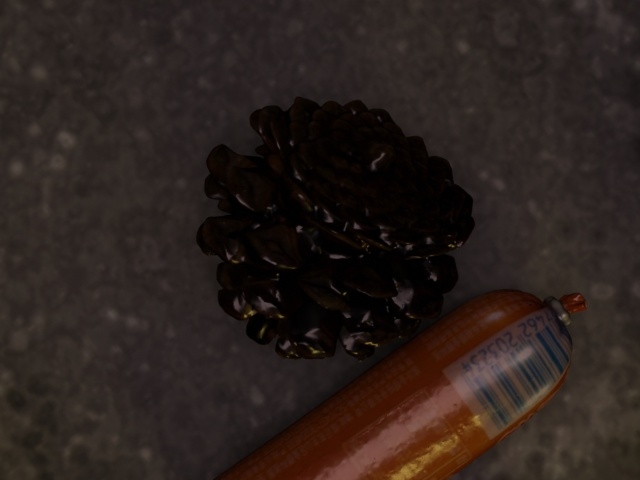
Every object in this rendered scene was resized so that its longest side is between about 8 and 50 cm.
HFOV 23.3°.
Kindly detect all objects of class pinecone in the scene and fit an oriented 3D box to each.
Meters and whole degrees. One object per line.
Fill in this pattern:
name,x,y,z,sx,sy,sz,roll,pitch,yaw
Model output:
pinecone,0.002,0.000,0.765,0.140,0.140,0.121,30,132,2

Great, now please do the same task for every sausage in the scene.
sausage,0.039,0.097,0.787,0.234,0.071,0.071,-35,88,-1
